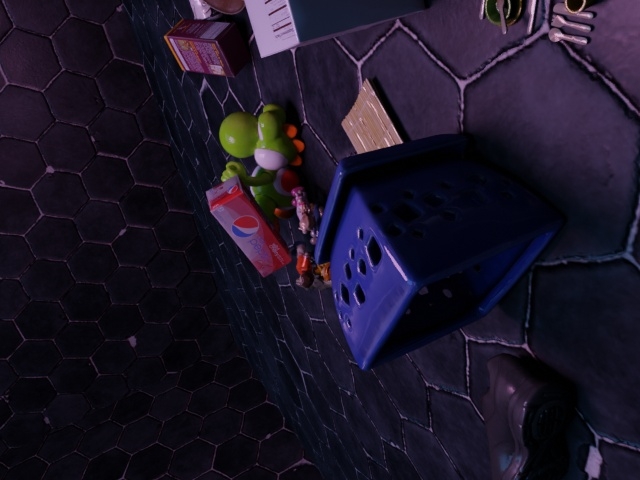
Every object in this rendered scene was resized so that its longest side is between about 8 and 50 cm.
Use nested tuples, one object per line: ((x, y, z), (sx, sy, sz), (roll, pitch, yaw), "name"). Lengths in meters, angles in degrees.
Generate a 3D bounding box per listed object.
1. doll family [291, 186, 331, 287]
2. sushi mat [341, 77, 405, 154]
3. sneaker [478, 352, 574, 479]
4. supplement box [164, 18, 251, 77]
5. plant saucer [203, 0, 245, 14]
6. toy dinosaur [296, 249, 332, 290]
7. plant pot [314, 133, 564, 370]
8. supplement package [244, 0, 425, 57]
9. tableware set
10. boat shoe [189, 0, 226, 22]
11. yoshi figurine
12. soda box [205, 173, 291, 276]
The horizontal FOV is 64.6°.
((0.000, 0.000, 1.201), (0.163, 0.118, 0.263), (-110, 15, -49), "doll family")
((0.131, -0.106, 0.871), (0.316, 0.019, 0.151), (63, 158, 8), "sushi mat")
((0.305, 0.294, 0.785), (0.130, 0.109, 0.286), (-127, 29, -57), "sneaker")
((-0.282, -0.483, 1.268), (0.188, 0.080, 0.104), (18, 152, 30), "supplement box")
((-0.236, -0.604, 1.129), (0.199, 0.036, 0.198), (29, 157, 14), "plant saucer")
((-0.002, 0.093, 1.366), (0.268, 0.064, 0.118), (6, 124, 64), "toy dinosaur")
((0.125, 0.002, 0.682), (0.212, 0.236, 0.236), (59, 153, 28), "plant pot")
((0.000, -0.371, 0.658), (0.149, 0.194, 0.203), (25, 134, 62), "supplement package")
((0.209, -0.258, 0.508), (0.154, 0.024, 0.104), (46, 151, 45), "tableware set")
((-0.284, -0.589, 1.276), (0.088, 0.096, 0.267), (52, 157, 24), "boat shoe")
((-0.160, -0.185, 1.270), (0.362, 0.203, 0.203), (94, 153, -46), "yoshi figurine")
((-0.169, -0.029, 1.235), (0.263, 0.092, 0.083), (58, -176, -43), "soda box")
